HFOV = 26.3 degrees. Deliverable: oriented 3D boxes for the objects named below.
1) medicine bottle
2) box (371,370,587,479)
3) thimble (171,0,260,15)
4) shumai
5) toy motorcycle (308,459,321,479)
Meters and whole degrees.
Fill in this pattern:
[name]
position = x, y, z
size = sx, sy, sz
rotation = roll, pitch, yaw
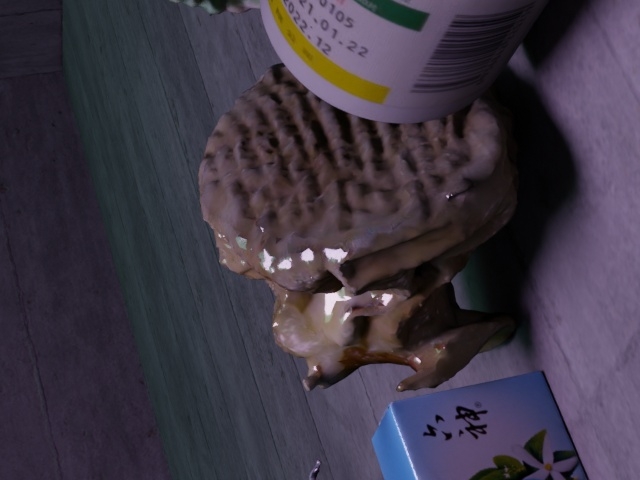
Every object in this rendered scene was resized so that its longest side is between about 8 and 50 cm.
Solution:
[medicine bottle]
position = 0.086, -0.241, 0.927
size = 0.339, 0.208, 0.208
rotation = 119, 138, -65
[box]
position = 0.148, 0.234, 1.116
size = 0.083, 0.143, 0.232
rotation = 109, 147, -58
[thimble]
position = -0.062, -0.299, 1.218
size = 0.219, 0.219, 0.150
rotation = 139, 120, -71
[shumai]
position = 0.052, -0.005, 1.179
size = 0.314, 0.267, 0.262
rotation = 46, 165, 48
[toy motorcycle]
position = -0.003, 0.369, 1.598
size = 0.134, 0.207, 0.401
rotation = 44, 148, 13
